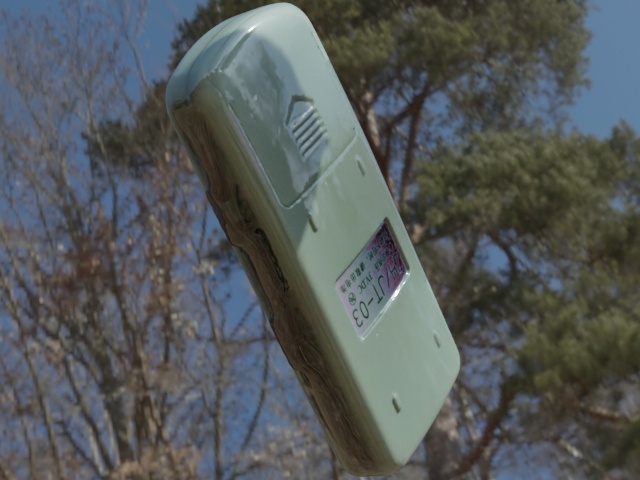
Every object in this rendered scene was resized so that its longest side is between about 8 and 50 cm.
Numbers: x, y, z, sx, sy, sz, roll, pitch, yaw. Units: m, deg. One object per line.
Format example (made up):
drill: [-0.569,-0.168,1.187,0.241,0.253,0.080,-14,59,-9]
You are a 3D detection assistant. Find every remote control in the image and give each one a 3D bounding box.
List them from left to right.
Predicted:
remote control: [0.000,0.000,0.791,0.056,0.140,0.296,-12,-65,33]
